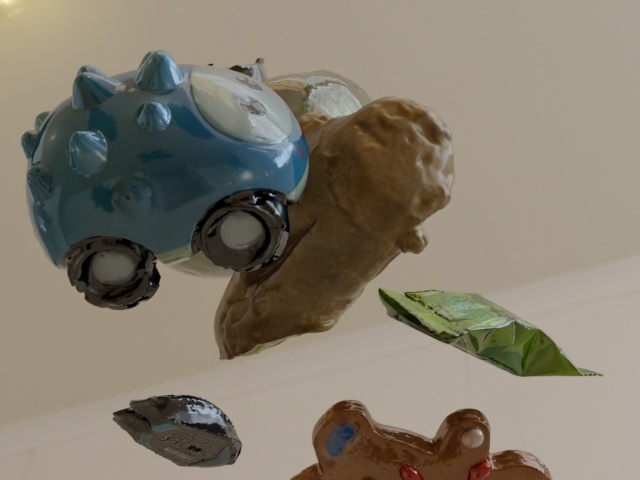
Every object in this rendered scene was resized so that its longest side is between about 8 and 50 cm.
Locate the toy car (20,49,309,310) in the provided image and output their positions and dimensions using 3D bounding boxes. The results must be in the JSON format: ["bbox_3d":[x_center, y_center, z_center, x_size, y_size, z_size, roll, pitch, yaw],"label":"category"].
[{"bbox_3d":[-0.142,-0.072,1.104,0.255,0.190,0.188,-14,-144,6],"label":"toy car"}]

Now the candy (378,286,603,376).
[{"bbox_3d":[0.194,0.105,1.462,0.149,0.246,0.069,28,-88,58],"label":"candy"}]

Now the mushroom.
[{"bbox_3d":[-0.084,-0.094,1.564,0.352,0.260,0.352,-16,178,0],"label":"mushroom"}]

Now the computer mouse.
[{"bbox_3d":[-0.131,0.172,1.200,0.079,0.135,0.047,-35,-140,37],"label":"computer mouse"}]

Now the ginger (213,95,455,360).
[{"bbox_3d":[0.000,0.000,1.226,0.126,0.354,0.190,-9,-131,-51],"label":"ginger"}]

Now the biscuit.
[{"bbox_3d":[0.126,0.281,1.462,0.324,0.205,0.049,15,-155,-20],"label":"biscuit"}]
